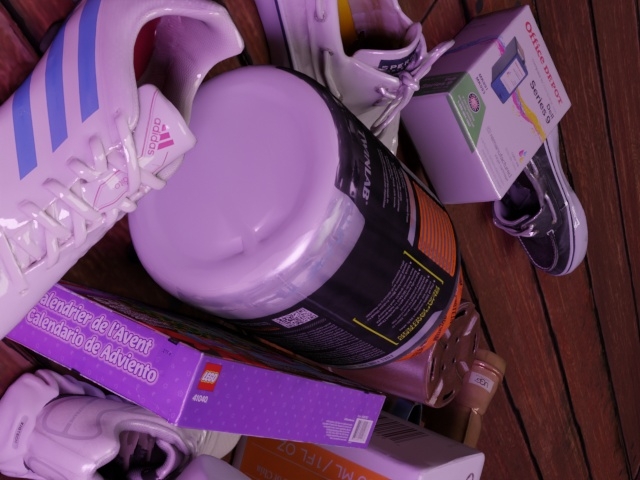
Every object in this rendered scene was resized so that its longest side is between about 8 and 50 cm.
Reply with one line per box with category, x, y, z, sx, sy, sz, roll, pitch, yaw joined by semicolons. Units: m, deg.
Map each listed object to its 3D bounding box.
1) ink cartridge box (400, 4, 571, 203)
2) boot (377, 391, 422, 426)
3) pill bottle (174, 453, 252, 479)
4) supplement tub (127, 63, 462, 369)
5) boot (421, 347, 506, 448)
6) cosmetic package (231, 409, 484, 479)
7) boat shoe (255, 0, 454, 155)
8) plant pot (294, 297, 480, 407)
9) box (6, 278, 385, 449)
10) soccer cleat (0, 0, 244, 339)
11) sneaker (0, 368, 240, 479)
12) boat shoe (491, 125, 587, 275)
ink cartridge box;0.204;-0.168;1.236;0.212;0.093;0.154;-48;120;-36
boot;0.059;0.270;1.250;0.082;0.106;0.219;-15;117;-54
pill bottle;-0.154;0.372;0.768;0.392;0.224;0.224;-48;145;-5
supplement tub;0.000;0.000;0.913;0.338;0.207;0.207;36;75;-58
boot;0.138;0.289;1.308;0.236;0.089;0.269;110;5;-60
cosmetic package;-0.004;0.415;1.112;0.161;0.230;0.453;6;99;-57
boat shoe;0.050;-0.178;0.969;0.136;0.156;0.367;-50;142;-31
plant pot;0.083;0.106;1.153;0.167;0.165;0.167;-30;129;-47
box;-0.097;0.103;0.838;0.293;0.201;0.057;26;84;-59
soccer cleat;-0.173;-0.050;0.699;0.331;0.143;0.116;-62;147;-15
sneaker;-0.148;0.180;0.880;0.292;0.118;0.110;12;93;-60
boat shoe;0.295;-0.062;1.469;0.119;0.121;0.335;-45;128;-26
